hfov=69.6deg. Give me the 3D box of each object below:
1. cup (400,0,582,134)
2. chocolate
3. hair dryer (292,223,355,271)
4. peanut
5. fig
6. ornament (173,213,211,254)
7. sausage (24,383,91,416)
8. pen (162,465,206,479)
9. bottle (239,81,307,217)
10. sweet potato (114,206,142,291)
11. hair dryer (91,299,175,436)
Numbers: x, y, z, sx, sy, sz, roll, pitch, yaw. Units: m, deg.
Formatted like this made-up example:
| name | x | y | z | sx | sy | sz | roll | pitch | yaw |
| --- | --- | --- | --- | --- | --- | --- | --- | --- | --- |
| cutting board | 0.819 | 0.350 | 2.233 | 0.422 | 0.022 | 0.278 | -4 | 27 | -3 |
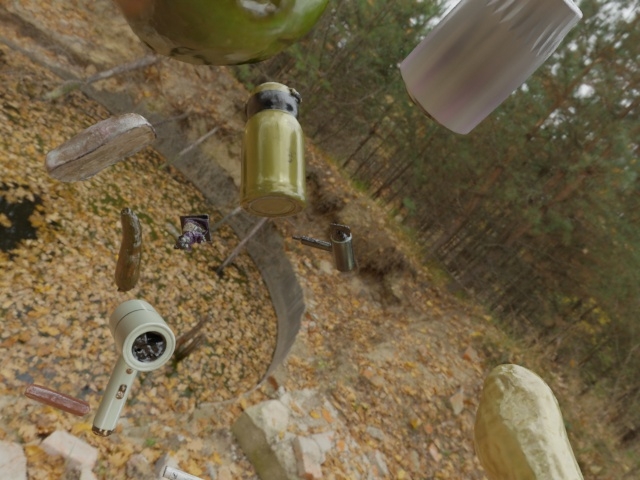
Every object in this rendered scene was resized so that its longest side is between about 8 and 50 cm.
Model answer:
| name | x | y | z | sx | sy | sz | roll | pitch | yaw |
| --- | --- | --- | --- | --- | --- | --- | --- | --- | --- |
| cup | 0.394 | -0.456 | 1.103 | 0.253 | 0.371 | 0.254 | 25 | 44 | -27 |
| chocolate | -0.626 | -0.272 | 1.308 | 0.101 | 0.303 | 0.185 | 57 | -8 | -5 |
| hair dryer | 0.000 | 0.000 | 1.655 | 0.248 | 0.078 | 0.196 | 13 | -43 | 24 |
| peanut | 0.326 | 0.352 | 0.728 | 0.147 | 0.147 | 0.319 | 34 | 38 | -32 |
| fig | -0.120 | -0.256 | 0.437 | 0.206 | 0.206 | 0.275 | 34 | -13 | -32 |
| ornament | -0.336 | -0.008 | 1.212 | 0.203 | 0.081 | 0.088 | -125 | -151 | -73 |
| sausage | -0.593 | 0.362 | 1.044 | 0.147 | 0.035 | 0.030 | 34 | 28 | -23 |
| pen | -0.268 | 0.569 | 1.066 | 0.204 | 0.025 | 0.025 | 27 | 17 | -11 |
| bottle | -0.124 | -0.246 | 1.206 | 0.171 | 0.171 | 0.352 | 24 | 58 | -53 |
| sweet potato | -0.561 | 0.029 | 1.356 | 0.075 | 0.274 | 0.075 | 12 | 21 | -5 |
| hair dryer | -0.506 | 0.349 | 1.186 | 0.128 | 0.362 | 0.203 | 22 | -1 | -36 |
